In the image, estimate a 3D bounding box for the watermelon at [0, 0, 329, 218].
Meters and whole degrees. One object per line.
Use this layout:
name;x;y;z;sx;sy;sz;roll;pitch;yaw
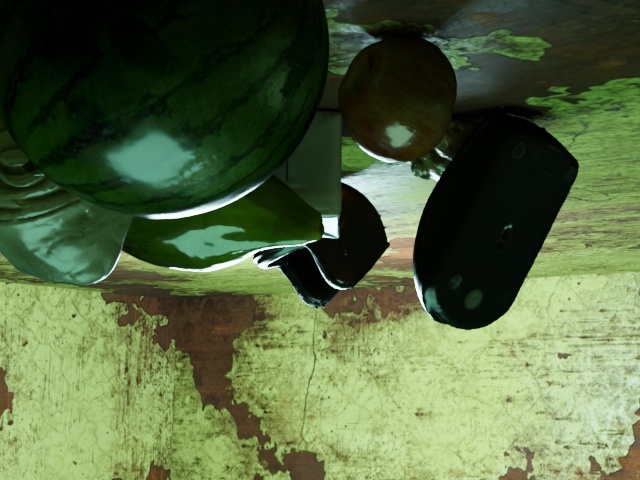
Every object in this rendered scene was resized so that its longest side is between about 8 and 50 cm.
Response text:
watermelon;-0.114;-0.131;0.980;0.242;0.242;0.242;1;173;0

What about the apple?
apple;0.073;-0.138;1.349;0.102;0.126;0.126;22;164;-25

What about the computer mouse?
computer mouse;0.200;-0.026;1.708;0.170;0.269;0.100;21;-171;-45

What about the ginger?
ginger;0.169;-0.111;1.775;0.133;0.059;0.214;-7;172;24

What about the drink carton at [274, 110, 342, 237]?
drink carton;-0.020;-0.079;1.764;0.102;0.134;0.222;-1;173;2

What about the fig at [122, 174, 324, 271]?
fig;-0.118;-0.045;1.584;0.275;0.206;0.206;24;-174;31

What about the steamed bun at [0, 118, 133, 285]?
steamed bun;-0.298;-0.077;1.468;0.211;0.218;0.144;24;174;20

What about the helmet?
helmet;0.000;0.000;2.139;0.216;0.193;0.189;-1;169;-16
